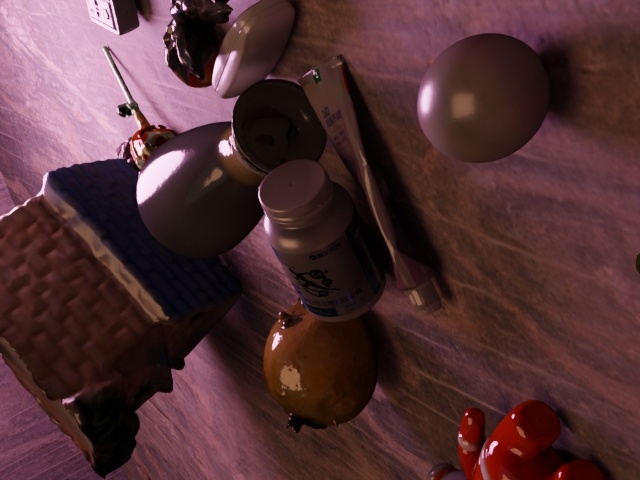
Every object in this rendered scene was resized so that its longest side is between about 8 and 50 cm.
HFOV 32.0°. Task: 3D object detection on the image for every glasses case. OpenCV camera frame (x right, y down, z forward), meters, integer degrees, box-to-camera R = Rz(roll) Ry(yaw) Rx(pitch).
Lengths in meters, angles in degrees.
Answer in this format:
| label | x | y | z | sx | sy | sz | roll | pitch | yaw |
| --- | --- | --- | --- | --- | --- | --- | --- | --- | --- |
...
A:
| label | x | y | z | sx | sy | sz | roll | pitch | yaw |
| --- | --- | --- | --- | --- | --- | --- | --- | --- | --- |
| glasses case | -0.080 | -0.224 | 1.307 | 0.049 | 0.074 | 0.193 | 57 | 157 | 7 |

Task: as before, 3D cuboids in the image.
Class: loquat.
| label | x | y | z | sx | sy | sz | roll | pitch | yaw |
| --- | --- | --- | --- | --- | --- | --- | --- | --- | --- |
| loquat | 0.000 | 0.150 | 1.455 | 0.172 | 0.149 | 0.204 | 67 | -156 | -72 |

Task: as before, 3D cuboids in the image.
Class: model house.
| label | x | y | z | sx | sy | sz | roll | pitch | yaw |
| --- | --- | --- | --- | --- | --- | --- | --- | --- | --- |
| model house | -0.337 | 0.123 | 1.890 | 0.395 | 0.400 | 0.445 | 42 | 159 | 16 |

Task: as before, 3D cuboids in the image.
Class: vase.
| label | x | y | z | sx | sy | sz | roll | pitch | yaw |
| --- | --- | --- | --- | --- | --- | --- | --- | --- | --- |
| vase | -0.112 | -0.091 | 1.416 | 0.173 | 0.173 | 0.321 | 63 | 153 | 0 |

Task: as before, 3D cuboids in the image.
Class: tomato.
| label | x | y | z | sx | sy | sz | roll | pitch | yaw |
| --- | --- | --- | --- | --- | --- | --- | --- | --- | --- |
| tomato | -0.164 | -0.243 | 1.469 | 0.087 | 0.075 | 0.087 | 46 | 154 | 30 |

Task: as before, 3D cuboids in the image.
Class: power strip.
| label | x | y | z | sx | sy | sz | roll | pitch | yaw |
| --- | --- | --- | --- | --- | --- | --- | --- | --- | --- |
| power strip | -0.298 | -0.401 | 1.621 | 0.145 | 0.061 | 0.215 | 34 | 145 | 38 |

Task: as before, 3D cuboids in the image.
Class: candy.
| label | x | y | z | sx | sy | sz | roll | pitch | yaw |
| --- | --- | --- | --- | --- | --- | --- | --- | --- | --- |
| candy | -0.304 | -0.220 | 1.819 | 0.287 | 0.078 | 0.084 | 60 | 161 | 28 |

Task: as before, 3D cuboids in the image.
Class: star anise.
| label | x | y | z | sx | sy | sz | roll | pitch | yaw |
| --- | --- | --- | --- | --- | --- | --- | --- | --- | --- |
| star anise | -0.144 | -0.278 | 1.323 | 0.181 | 0.061 | 0.204 | -28 | 51 | 55 |
| star anise | -0.333 | -0.114 | 2.007 | 0.141 | 0.042 | 0.141 | 49 | 154 | 34 |

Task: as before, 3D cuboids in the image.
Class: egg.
| label | x | y | z | sx | sy | sz | roll | pitch | yaw |
| --- | --- | --- | --- | --- | --- | --- | --- | --- | --- |
| egg | 0.134 | -0.117 | 0.928 | 0.103 | 0.103 | 0.135 | 62 | 159 | 4 |

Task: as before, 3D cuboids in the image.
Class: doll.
| label | x | y | z | sx | sy | sz | roll | pitch | yaw |
| --- | --- | --- | --- | --- | --- | --- | --- | --- | --- |
| doll | 0.203 | 0.299 | 1.244 | 0.200 | 0.105 | 0.336 | 52 | 147 | 20 |

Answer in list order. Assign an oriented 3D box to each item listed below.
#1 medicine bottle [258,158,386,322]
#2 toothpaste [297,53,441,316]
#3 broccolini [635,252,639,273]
| label | x | y | z | sx | sy | sz | roll | pitch | yaw |
| --- | --- | --- | --- | --- | --- | --- | --- | --- | --- |
| medicine bottle | 0.000 | 0.000 | 1.279 | 0.107 | 0.107 | 0.191 | 40 | 164 | 44 |
| toothpaste | 0.058 | -0.057 | 1.230 | 0.301 | 0.048 | 0.075 | 65 | 168 | 1 |
| broccolini | 0.276 | 0.004 | 0.807 | 0.091 | 0.068 | 0.202 | 39 | 154 | 7 |
